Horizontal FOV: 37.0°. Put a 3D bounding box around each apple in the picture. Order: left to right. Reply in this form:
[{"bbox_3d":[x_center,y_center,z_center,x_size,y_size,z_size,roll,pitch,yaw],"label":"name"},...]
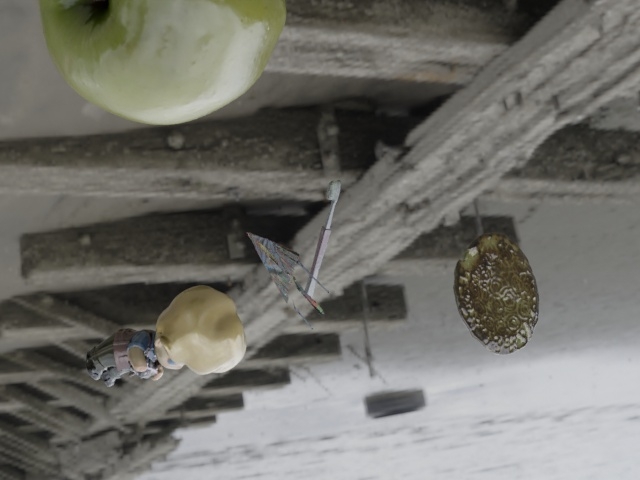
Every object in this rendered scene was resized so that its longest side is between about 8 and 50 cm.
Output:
[{"bbox_3d":[-0.300,-0.442,1.841,0.473,0.474,0.474,-9,160,-3],"label":"apple"}]

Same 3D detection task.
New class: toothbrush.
[{"bbox_3d":[0.002,0.000,1.386,0.017,0.014,0.194,-1,119,-25],"label":"toothbrush"}]

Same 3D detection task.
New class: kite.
[{"bbox_3d":[-0.047,0.043,1.318,0.010,0.160,0.183,-39,167,-21],"label":"kite"}]

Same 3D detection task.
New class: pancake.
[{"bbox_3d":[0.285,0.085,1.539,0.199,0.199,0.021,5,167,-34],"label":"pancake"}]

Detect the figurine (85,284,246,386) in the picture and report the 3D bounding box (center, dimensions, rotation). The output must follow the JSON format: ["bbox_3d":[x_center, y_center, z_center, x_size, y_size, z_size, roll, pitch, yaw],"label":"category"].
[{"bbox_3d":[-0.186,0.127,1.147,0.195,0.108,0.114,-23,145,8],"label":"figurine"}]
